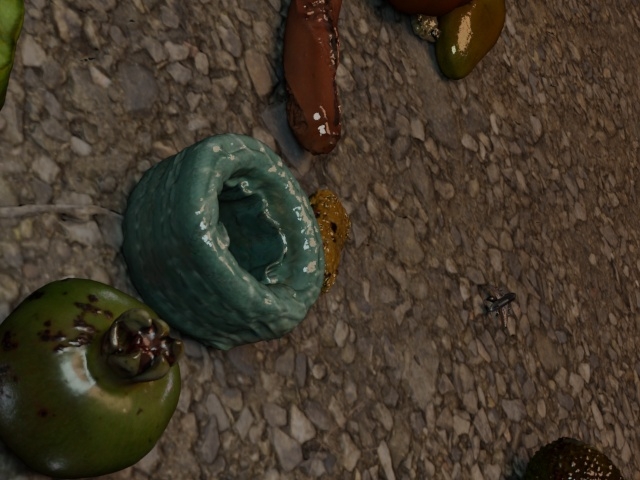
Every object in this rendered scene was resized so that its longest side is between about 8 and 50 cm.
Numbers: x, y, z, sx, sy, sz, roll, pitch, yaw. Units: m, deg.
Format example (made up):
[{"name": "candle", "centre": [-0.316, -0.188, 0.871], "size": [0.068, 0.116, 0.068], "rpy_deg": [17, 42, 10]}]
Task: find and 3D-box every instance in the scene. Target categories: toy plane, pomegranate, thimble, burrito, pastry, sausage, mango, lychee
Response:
[{"name": "toy plane", "centre": [0.289, 0.100, 1.717], "size": [0.083, 0.031, 0.078], "rpy_deg": [-25, 94, -53]}, {"name": "pomegranate", "centre": [-0.196, 0.128, 0.956], "size": [0.179, 0.210, 0.179], "rpy_deg": [-14, 108, -49]}, {"name": "thimble", "centre": [-0.104, 0.009, 1.174], "size": [0.198, 0.143, 0.235], "rpy_deg": [-27, 94, -52]}, {"name": "burrito", "centre": [0.173, -0.414, 1.809], "size": [0.051, 0.042, 0.171], "rpy_deg": [20, 61, -39]}, {"name": "pastry", "centre": [0.000, 0.000, 1.384], "size": [0.080, 0.056, 0.140], "rpy_deg": [57, 31, -28]}, {"name": "sausage", "centre": [-0.009, -0.263, 1.477], "size": [0.087, 0.079, 0.327], "rpy_deg": [20, 56, -28]}, {"name": "mango", "centre": [0.254, -0.375, 1.852], "size": [0.136, 0.099, 0.227], "rpy_deg": [51, 48, -33]}, {"name": "lychee", "centre": [0.369, 0.385, 1.588], "size": [0.171, 0.171, 0.171], "rpy_deg": [26, 54, -43]}]

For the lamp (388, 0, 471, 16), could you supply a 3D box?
[{"name": "lamp", "centre": [0.171, -0.467, 1.695], "size": [0.223, 0.223, 0.196], "rpy_deg": [65, -7, -6]}]

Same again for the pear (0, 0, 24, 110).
[{"name": "pear", "centre": [-0.373, -0.217, 0.939], "size": [0.255, 0.164, 0.238], "rpy_deg": [53, 29, -28]}]
